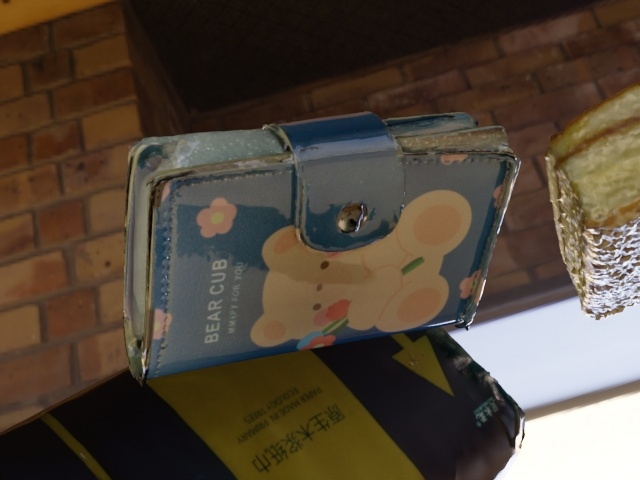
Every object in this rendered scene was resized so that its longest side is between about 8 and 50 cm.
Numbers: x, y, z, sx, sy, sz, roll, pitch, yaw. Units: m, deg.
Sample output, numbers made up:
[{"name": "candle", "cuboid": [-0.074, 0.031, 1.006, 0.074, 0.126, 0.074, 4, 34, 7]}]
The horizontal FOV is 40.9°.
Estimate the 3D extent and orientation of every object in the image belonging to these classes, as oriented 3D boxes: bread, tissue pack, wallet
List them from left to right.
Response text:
[{"name": "tissue pack", "cuboid": [-0.067, 0.218, 0.652, 0.416, 0.253, 0.264, -26, 153, -46]}, {"name": "wallet", "cuboid": [0.000, -0.001, 0.454, 0.202, 0.059, 0.141, -7, 128, -22]}, {"name": "bread", "cuboid": [0.272, -0.039, 0.655, 0.184, 0.111, 0.234, -21, 154, 8]}]
